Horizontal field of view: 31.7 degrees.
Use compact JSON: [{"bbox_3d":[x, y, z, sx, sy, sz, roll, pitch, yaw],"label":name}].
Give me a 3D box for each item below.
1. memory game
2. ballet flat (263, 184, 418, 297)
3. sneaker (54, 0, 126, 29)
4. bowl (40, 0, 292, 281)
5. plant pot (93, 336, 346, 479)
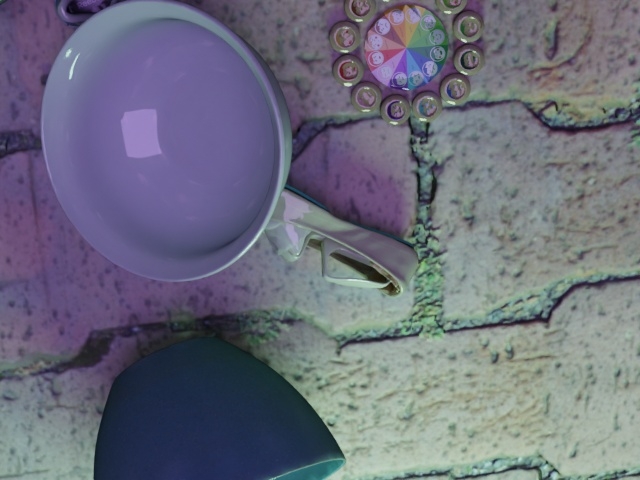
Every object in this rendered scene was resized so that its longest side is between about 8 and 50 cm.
[{"bbox_3d":[0.100,-0.223,1.296,0.186,0.012,0.186,-2,108,-6],"label":"memory game"},{"bbox_3d":[0.000,0.000,1.312,0.248,0.086,0.086,23,104,-12],"label":"ballet flat"},{"bbox_3d":[-0.199,-0.276,1.210,0.191,0.083,0.071,-27,107,1],"label":"sneaker"},{"bbox_3d":[-0.144,-0.114,1.213,0.298,0.134,0.297,7,107,24],"label":"bowl"},{"bbox_3d":[-0.142,0.227,1.299,0.290,0.290,0.195,-27,74,2],"label":"plant pot"}]
